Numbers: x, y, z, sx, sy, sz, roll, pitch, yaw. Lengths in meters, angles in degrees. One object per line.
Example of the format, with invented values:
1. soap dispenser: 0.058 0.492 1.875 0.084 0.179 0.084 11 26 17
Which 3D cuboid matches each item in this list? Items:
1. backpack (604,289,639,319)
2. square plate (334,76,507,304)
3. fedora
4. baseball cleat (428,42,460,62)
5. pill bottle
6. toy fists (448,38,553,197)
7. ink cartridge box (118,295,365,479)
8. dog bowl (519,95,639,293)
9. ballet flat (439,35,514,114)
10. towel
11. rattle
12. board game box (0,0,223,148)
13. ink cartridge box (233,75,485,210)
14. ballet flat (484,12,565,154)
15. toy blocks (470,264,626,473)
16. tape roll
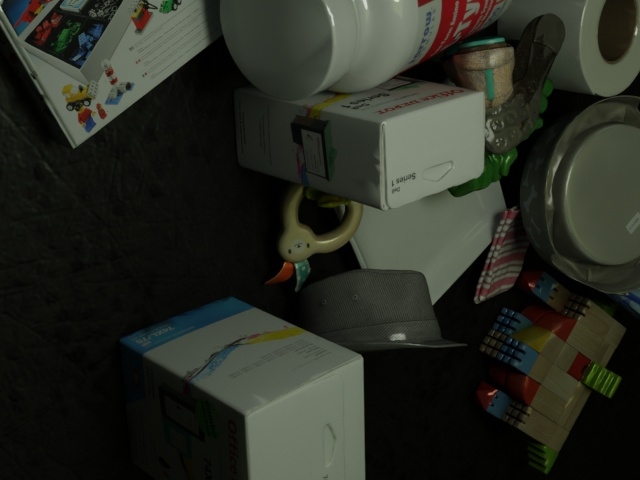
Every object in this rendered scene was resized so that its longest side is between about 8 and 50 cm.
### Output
1. backpack: 0.677 0.046 1.924 0.290 0.356 0.273 13 96 -47
2. square plate: 0.165 -0.059 1.594 0.347 0.049 0.344 -44 130 -26
3. fedora: 0.074 0.108 1.435 0.244 0.276 0.124 8 75 -60
4. baseball cleat: 0.219 -0.378 1.517 0.205 0.072 0.109 -57 136 -15
5. pill bottle: 0.071 -0.325 1.237 0.408 0.229 0.229 -35 127 -42
6. toy fists: 0.282 -0.190 1.562 0.279 0.096 0.142 -52 133 -24
7. ink cartridge box: -0.102 0.225 1.264 0.197 0.270 0.198 -20 117 -39
8. dog bowl: 0.506 -0.082 1.719 0.349 0.102 0.348 -3 98 -25
9. ballet flat: 0.227 -0.235 1.383 0.316 0.108 0.106 -51 131 -73
10. towel: 0.350 0.021 1.779 0.144 0.029 0.197 -15 127 -51
11. rattle: 0.000 0.000 1.359 0.130 0.143 0.199 32 90 -41
12. board game box: -0.226 -0.273 1.119 0.305 0.053 0.193 -44 131 -26
13. ink cartridge box: 0.051 -0.146 1.279 0.201 0.278 0.117 -22 119 -39
14. ballet flat: 0.305 -0.241 1.493 0.084 0.058 0.249 30 77 -20
15. toy blocks: 0.429 0.230 1.891 0.261 0.191 0.381 33 84 -34
16. tape roll: 0.444 -0.380 1.672 0.246 0.169 0.246 -18 117 -40
